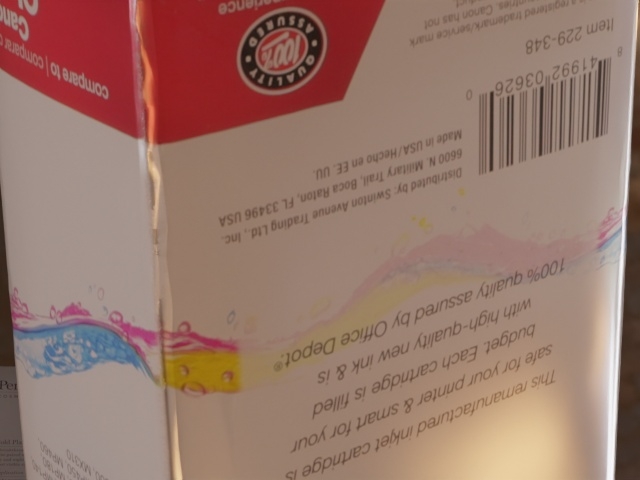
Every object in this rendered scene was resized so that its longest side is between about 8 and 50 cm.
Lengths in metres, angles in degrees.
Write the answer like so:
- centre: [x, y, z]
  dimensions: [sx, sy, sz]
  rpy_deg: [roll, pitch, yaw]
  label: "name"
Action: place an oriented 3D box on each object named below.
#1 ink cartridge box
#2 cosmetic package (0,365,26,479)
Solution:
- centre: [0.000, 0.000, 0.771]
  dimensions: [0.226, 0.306, 0.131]
  rpy_deg: [-16, -151, -33]
  label: "ink cartridge box"
- centre: [-0.132, 0.251, 1.755]
  dimensions: [0.377, 0.097, 0.284]
  rpy_deg: [3, -129, -8]
  label: "cosmetic package"
